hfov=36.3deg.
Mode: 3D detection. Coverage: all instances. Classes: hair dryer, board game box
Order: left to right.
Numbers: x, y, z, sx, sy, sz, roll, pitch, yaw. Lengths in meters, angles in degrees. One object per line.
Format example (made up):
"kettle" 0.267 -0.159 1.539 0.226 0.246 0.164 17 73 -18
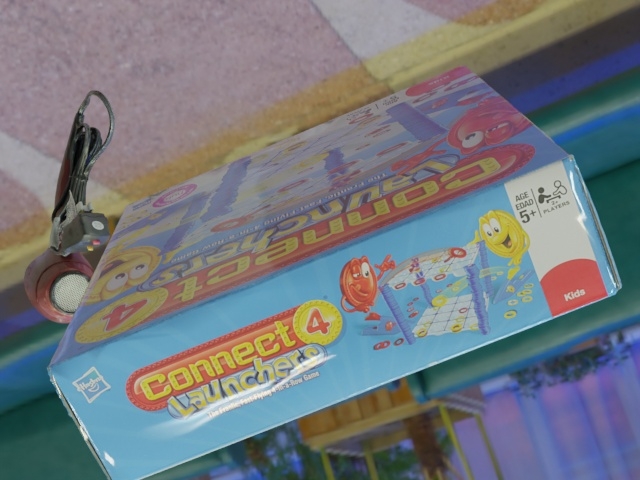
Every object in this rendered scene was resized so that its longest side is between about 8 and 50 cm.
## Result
"hair dryer" -0.288 -0.012 1.153 0.080 0.223 0.293 17 138 -25
"board game box" 0.000 0.000 0.664 0.308 0.086 0.302 -22 -162 4
